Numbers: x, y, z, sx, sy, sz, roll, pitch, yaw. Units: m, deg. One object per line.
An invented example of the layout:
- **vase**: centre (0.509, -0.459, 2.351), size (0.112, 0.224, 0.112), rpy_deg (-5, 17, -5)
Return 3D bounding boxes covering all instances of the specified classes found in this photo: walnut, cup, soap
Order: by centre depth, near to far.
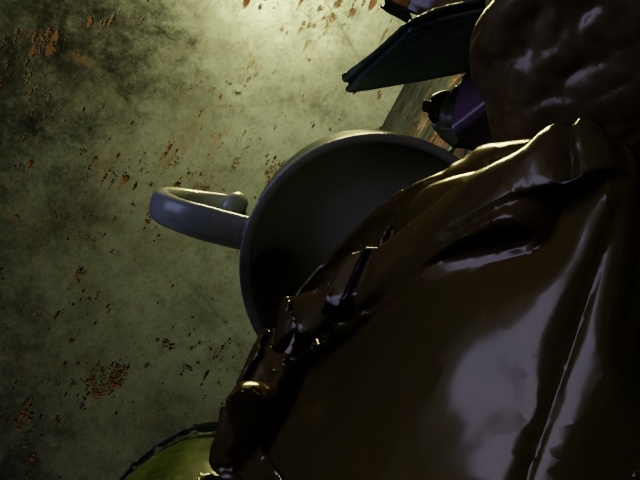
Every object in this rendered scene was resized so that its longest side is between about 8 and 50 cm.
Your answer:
- **walnut**: centre (0.198, -0.125, 0.749), size (0.228, 0.228, 0.228), rpy_deg (-60, 6, 10)
- **soap**: centre (0.232, -0.182, 1.243), size (0.203, 0.065, 0.122), rpy_deg (-39, 22, 36)
- **cup**: centre (0.000, 0.000, 1.246), size (0.274, 0.357, 0.259), rpy_deg (-94, 18, -83)

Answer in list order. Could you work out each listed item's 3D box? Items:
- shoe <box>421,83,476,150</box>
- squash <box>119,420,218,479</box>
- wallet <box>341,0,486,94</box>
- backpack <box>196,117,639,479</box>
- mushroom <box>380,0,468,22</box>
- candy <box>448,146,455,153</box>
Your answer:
- **shoe**: centre (0.192, -0.157, 1.444), size (0.099, 0.126, 0.227), rpy_deg (-59, 4, 0)
- **squash**: centre (-0.083, 0.316, 0.911), size (0.263, 0.263, 0.384), rpy_deg (-60, 5, 11)
- **wallet**: centre (0.188, -0.242, 1.368), size (0.251, 0.291, 0.054), rpy_deg (145, 110, -72)
- **backpack**: centre (0.083, 0.105, 0.639), size (0.353, 0.201, 0.378), rpy_deg (-63, 24, -9)
- **mushroom**: centre (0.273, -0.498, 1.872), size (0.397, 0.224, 0.313), rpy_deg (-60, 4, 10)
- **candy**: centre (0.195, -0.137, 1.750), size (0.202, 0.061, 0.061), rpy_deg (-55, 2, -31)
